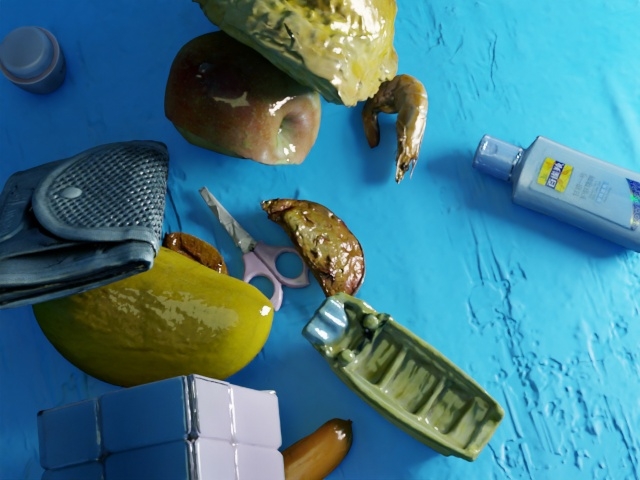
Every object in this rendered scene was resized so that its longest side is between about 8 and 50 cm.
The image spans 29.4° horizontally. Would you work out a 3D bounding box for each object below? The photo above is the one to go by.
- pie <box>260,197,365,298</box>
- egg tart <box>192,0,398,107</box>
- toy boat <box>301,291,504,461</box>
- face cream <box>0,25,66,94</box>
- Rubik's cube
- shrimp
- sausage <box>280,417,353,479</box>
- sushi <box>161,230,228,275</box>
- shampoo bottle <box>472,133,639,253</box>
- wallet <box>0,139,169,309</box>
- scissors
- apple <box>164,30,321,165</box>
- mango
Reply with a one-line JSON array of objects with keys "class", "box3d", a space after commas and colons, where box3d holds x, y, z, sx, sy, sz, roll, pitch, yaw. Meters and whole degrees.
[{"class": "pie", "box3d": [0.003, 0.000, 1.667, 0.088, 0.033, 0.191, -30, 74, -22]}, {"class": "egg tart", "box3d": [-0.025, -0.329, 1.622, 0.339, 0.351, 0.153, 38, 117, 15]}, {"class": "toy boat", "box3d": [0.105, 0.178, 1.583, 0.276, 0.084, 0.111, 35, 78, 12]}, {"class": "face cream", "box3d": [-0.415, -0.260, 1.771, 0.091, 0.095, 0.091, -2, 74, 7]}, {"class": "Rubik's cube", "box3d": [-0.185, 0.303, 1.480, 0.231, 0.221, 0.225, -16, 71, 23]}, {"class": "shrimp", "box3d": [0.099, -0.157, 1.700, 0.095, 0.045, 0.163, 6, 76, 10]}, {"class": "sausage", "box3d": [-0.028, 0.296, 1.578, 0.183, 0.054, 0.062, -32, 113, -6]}, {"class": "sushi", "box3d": [-0.172, 0.033, 1.674, 0.120, 0.055, 0.052, 26, 57, 10]}, {"class": "shampoo bottle", "box3d": [0.329, -0.075, 1.636, 0.258, 0.061, 0.104, 22, 78, 14]}, {"class": "wallet", "box3d": [-0.320, -0.039, 1.597, 0.237, 0.075, 0.342, -12, 29, 3]}, {"class": "scissors", "box3d": [-0.104, 0.002, 1.691, 0.110, 0.021, 0.212, -38, 74, -8]}, {"class": "apple", "box3d": [-0.103, -0.197, 1.671, 0.188, 0.174, 0.207, 18, 31, 31]}, {"class": "mango", "box3d": [-0.233, 0.104, 1.610, 0.331, 0.142, 0.195, 22, 98, 15]}]
